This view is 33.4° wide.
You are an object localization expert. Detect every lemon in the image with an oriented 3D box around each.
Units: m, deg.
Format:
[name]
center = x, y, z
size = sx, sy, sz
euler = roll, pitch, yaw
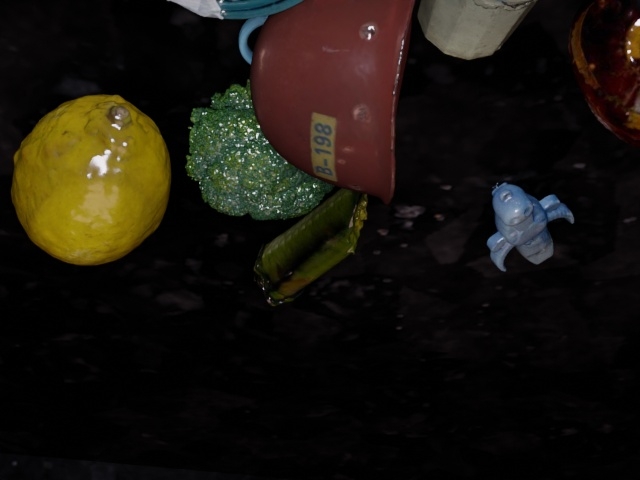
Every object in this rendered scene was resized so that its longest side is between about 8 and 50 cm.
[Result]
[lemon]
center = -0.381, -0.099, 1.792
size = 0.285, 0.285, 0.316
euler = 16, 174, -23

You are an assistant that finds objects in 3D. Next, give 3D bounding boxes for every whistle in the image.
[whistle]
center = 0.397, -0.027, 2.072
size = 0.180, 0.093, 0.269
euler = -37, 139, 7

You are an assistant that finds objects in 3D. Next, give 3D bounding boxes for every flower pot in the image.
[flower pot]
center = 0.232, -0.369, 1.488
size = 0.212, 0.212, 0.202
euler = 2, 158, -5

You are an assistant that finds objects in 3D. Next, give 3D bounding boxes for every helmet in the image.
[helmet]
center = 0.014, -0.243, 1.518
size = 0.230, 0.337, 0.385
euler = 6, 147, 5

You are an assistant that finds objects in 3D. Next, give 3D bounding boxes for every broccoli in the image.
[broccoli]
center = -0.091, -0.157, 1.750
size = 0.269, 0.241, 0.261
euler = -22, 121, 4

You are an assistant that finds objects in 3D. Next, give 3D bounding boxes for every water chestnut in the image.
[water chestnut]
center = 0.534, -0.280, 1.547
size = 0.335, 0.335, 0.347
euler = -11, 175, 15

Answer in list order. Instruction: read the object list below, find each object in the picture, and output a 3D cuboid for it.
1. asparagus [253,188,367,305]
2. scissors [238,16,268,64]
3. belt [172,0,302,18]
[asparagus]
center = 0.000, 0.000, 2.087
size = 0.108, 0.128, 0.382
euler = -19, 166, -48
[scissors]
center = -0.007, -0.404, 1.560
size = 0.193, 0.029, 0.447
euler = 4, 144, -9
[belt]
center = -0.074, -0.470, 1.330
size = 0.300, 0.173, 0.436
euler = 29, 134, -23
